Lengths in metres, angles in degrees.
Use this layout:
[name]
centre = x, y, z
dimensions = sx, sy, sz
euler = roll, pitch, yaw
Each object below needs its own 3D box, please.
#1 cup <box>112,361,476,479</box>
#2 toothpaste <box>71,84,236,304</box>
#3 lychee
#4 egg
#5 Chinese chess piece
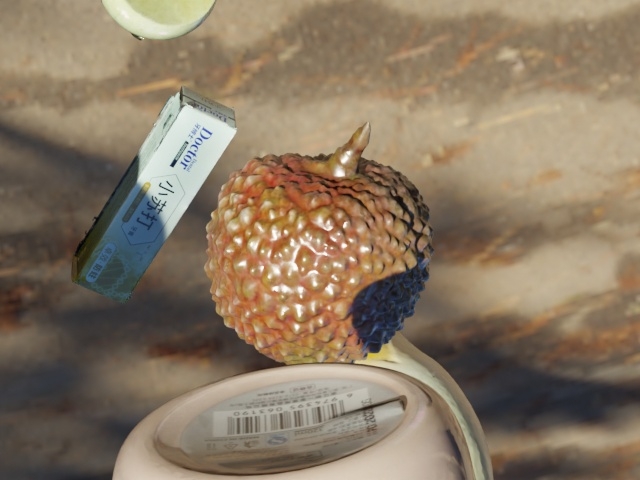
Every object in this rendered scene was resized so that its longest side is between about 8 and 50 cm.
[cup]
centre = 0.023, 0.179, 0.784
dimensions = 0.252, 0.200, 0.191
euler = 2, -161, 27
[toothpaste]
centre = -0.224, -0.060, 2.152
dimensions = 0.089, 0.071, 0.313
euler = 26, 116, -20
[lychee]
centre = 0.000, 0.000, 1.141
dimensions = 0.165, 0.165, 0.197
euler = -3, 116, -25
[egg]
centre = 0.109, 0.240, 1.783
dimensions = 0.174, 0.286, 0.264
euler = -4, 147, 29
[Chinese chess piece]
centre = -0.185, -0.299, 1.835
dimensions = 0.144, 0.144, 0.058
euler = -2, 172, -28
